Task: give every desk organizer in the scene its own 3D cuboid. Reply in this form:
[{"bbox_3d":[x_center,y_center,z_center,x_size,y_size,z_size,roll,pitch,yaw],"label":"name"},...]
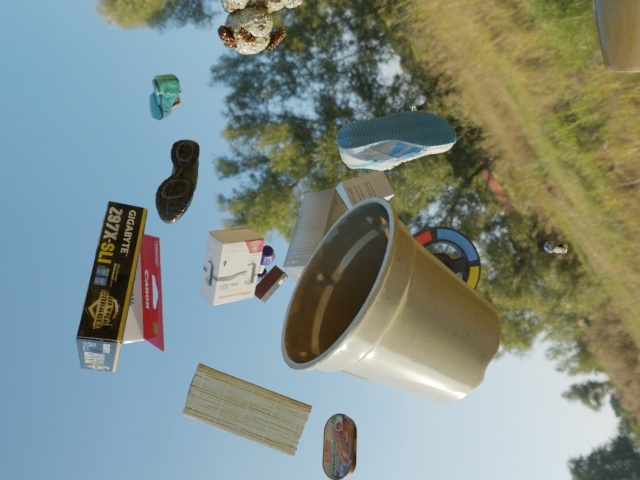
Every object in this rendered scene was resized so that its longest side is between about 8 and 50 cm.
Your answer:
[{"bbox_3d":[-0.177,0.152,1.719,0.050,0.130,0.047,36,167,26],"label":"desk organizer"}]

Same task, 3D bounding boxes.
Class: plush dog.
[{"bbox_3d":[-0.199,-0.629,1.349,0.262,0.225,0.210,-16,-145,-40],"label":"plush dog"}]

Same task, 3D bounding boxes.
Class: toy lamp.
[{"bbox_3d":[-0.228,0.089,1.951,0.080,0.080,0.275,63,160,15],"label":"toy lamp"}]

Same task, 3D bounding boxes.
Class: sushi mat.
[{"bbox_3d":[-0.191,0.432,1.250,0.316,0.151,0.019,19,-168,5],"label":"sushi mat"}]

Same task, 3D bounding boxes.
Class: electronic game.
[{"bbox_3d":[0.308,0.077,1.285,0.229,0.229,0.048,55,177,-7],"label":"electronic game"}]

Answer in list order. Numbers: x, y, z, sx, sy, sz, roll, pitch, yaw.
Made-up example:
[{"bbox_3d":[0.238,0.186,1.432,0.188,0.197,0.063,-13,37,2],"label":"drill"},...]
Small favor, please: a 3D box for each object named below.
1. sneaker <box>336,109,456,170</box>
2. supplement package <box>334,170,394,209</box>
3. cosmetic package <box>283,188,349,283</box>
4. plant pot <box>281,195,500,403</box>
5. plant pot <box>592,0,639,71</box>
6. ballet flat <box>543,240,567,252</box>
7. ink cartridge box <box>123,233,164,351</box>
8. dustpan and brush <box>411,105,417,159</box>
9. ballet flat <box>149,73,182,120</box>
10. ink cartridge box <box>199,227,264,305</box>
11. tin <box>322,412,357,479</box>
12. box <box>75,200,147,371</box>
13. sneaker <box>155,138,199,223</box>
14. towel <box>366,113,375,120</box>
[{"bbox_3d":[0.151,-0.193,0.978,0.092,0.228,0.087,67,-156,-60],"label":"sneaker"},{"bbox_3d":[0.193,-0.215,2.290,0.244,0.139,0.134,-19,-102,-27],"label":"supplement package"},{"bbox_3d":[0.000,0.000,1.230,0.127,0.107,0.238,52,-137,-44],"label":"cosmetic package"},{"bbox_3d":[0.144,0.137,0.906,0.305,0.334,0.334,30,-152,-18],"label":"plant pot"},{"bbox_3d":[0.669,-0.485,1.009,0.237,0.237,0.254,-77,-16,-64],"label":"plant pot"},{"bbox_3d":[0.722,0.024,1.489,0.114,0.041,0.041,1,-126,-35],"label":"ballet flat"},{"bbox_3d":[-0.491,0.122,1.283,0.066,0.261,0.296,-6,-80,-38],"label":"ink cartridge box"},{"bbox_3d":[0.369,-0.410,1.846,0.211,0.147,0.060,63,-170,-53],"label":"dustpan and brush"},{"bbox_3d":[-0.447,-0.414,1.437,0.247,0.087,0.083,-14,95,68],"label":"ballet flat"},{"bbox_3d":[-0.277,0.080,1.539,0.158,0.218,0.092,-7,-149,-42],"label":"ink cartridge box"},{"bbox_3d":[0.059,0.624,1.491,0.040,0.106,0.190,46,-140,-47],"label":"tin"},{"bbox_3d":[-0.416,0.108,0.981,0.079,0.322,0.257,13,-117,-19],"label":"box"},{"bbox_3d":[-0.422,-0.167,1.509,0.130,0.109,0.286,102,178,-61],"label":"sneaker"},{"bbox_3d":[0.155,-0.312,1.532,0.110,0.027,0.148,-69,-23,-87],"label":"towel"}]
